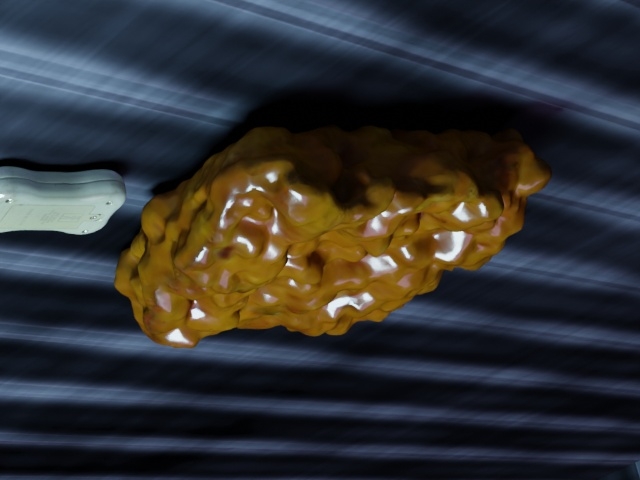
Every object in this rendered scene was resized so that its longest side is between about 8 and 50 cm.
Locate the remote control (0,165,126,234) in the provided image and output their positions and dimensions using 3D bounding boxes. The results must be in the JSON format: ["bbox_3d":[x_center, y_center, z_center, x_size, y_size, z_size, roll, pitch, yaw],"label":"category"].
[{"bbox_3d":[-0.215,-0.032,1.280,0.122,0.032,0.074,0,153,-35],"label":"remote control"}]

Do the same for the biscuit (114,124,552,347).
[{"bbox_3d":[0.000,0.000,1.401,0.312,0.110,0.318,-3,155,-32],"label":"biscuit"}]
